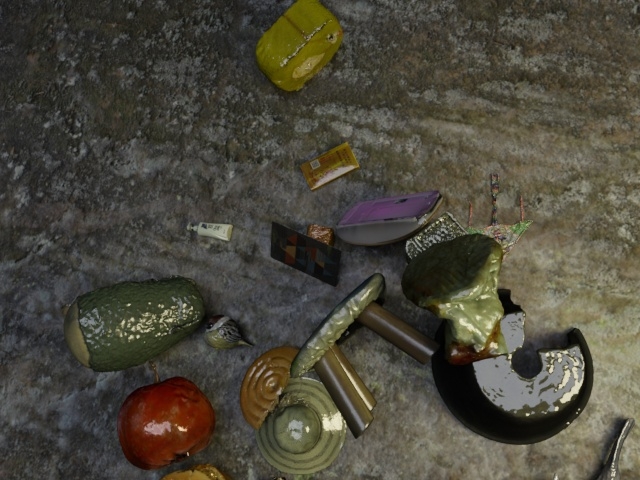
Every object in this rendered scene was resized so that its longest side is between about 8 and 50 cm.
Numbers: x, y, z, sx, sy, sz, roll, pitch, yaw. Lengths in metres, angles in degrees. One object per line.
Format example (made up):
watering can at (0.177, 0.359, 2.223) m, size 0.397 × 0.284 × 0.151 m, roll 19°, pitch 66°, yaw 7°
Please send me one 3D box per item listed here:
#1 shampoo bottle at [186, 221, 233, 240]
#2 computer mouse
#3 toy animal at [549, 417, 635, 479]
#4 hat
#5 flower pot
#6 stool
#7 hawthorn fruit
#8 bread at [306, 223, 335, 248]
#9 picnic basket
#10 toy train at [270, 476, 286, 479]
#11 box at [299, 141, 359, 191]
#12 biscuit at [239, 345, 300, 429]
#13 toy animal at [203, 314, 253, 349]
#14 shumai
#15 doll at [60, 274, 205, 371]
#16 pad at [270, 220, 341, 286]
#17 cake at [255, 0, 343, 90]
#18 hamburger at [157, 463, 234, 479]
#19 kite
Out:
shampoo bottle at (-0.328, -0.030, 1.514) m, size 0.141 × 0.034 × 0.049 m, roll 7°, pitch 84°, yaw 15°
computer mouse at (0.174, -0.056, 1.317) m, size 0.310 × 0.072 × 0.158 m, roll -6°, pitch 34°, yaw 46°
toy animal at (0.606, 0.579, 1.149) m, size 0.205 × 0.081 × 0.367 m, roll 1°, pitch 69°, yaw 16°
hat at (-0.064, 0.473, 1.298) m, size 0.252 × 0.110 × 0.252 m, roll -3°, pitch 76°, yaw 11°
flower pot at (0.440, 0.289, 1.166) m, size 0.379 × 0.251 × 0.380 m, roll -2°, pitch 78°, yaw 10°
stool at (0.109, 0.258, 1.218) m, size 0.226 × 0.310 × 0.310 m, roll 42°, pitch 89°, yaw 11°
hawthorn fruit at (-0.404, 0.438, 1.326) m, size 0.241 × 0.242 × 0.272 m, roll -30°, pitch 65°, yaw 3°
bread at (-0.002, 0.001, 1.411) m, size 0.076 × 0.083 × 0.070 m, roll 10°, pitch 70°, yaw 10°
picnic basket at (0.293, 0.039, 1.283) m, size 0.154 × 0.196 × 0.134 m, roll -39°, pitch 75°, yaw 0°
toy train at (-0.063, 0.702, 1.257) m, size 0.053 × 0.085 × 0.250 m, roll -23°, pitch 72°, yaw -12°
box at (0.026, -0.213, 1.488) m, size 0.156 × 0.022 × 0.089 m, roll -28°, pitch 71°, yaw 5°
biscuit at (-0.143, 0.364, 1.350) m, size 0.144 × 0.033 × 0.224 m, roll 22°, pitch 71°, yaw 41°
toy animal at (-0.249, 0.249, 1.403) m, size 0.137 × 0.098 × 0.098 m, roll 3°, pitch 77°, yaw -4°
shumai at (0.298, 0.120, 1.083) m, size 0.222 × 0.272 × 0.204 m, roll -17°, pitch 115°, yaw 37°
doll at (-0.486, 0.205, 1.369) m, size 0.349 × 0.247 × 0.247 m, roll -16°, pitch 72°, yaw -20°
pad at (-0.044, 0.037, 1.396) m, size 0.211 × 0.143 × 0.003 m, roll 23°, pitch 44°, yaw 17°
cake at (-0.062, -0.564, 1.511) m, size 0.260 × 0.179 × 0.156 m, roll -43°, pitch 72°, yaw 3°
hamburger at (-0.316, 0.683, 1.272) m, size 0.244 × 0.163 × 0.245 m, roll -2°, pitch 76°, yaw 9°
kite at (0.461, -0.060, 1.368) m, size 0.198 × 0.006 × 0.244 m, roll -3°, pitch 77°, yaw 12°
